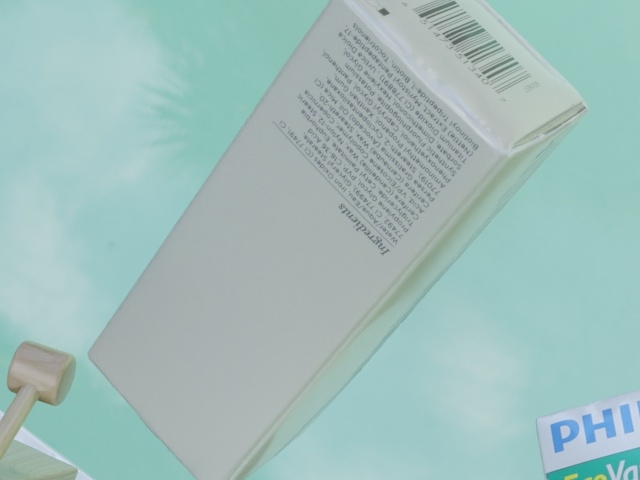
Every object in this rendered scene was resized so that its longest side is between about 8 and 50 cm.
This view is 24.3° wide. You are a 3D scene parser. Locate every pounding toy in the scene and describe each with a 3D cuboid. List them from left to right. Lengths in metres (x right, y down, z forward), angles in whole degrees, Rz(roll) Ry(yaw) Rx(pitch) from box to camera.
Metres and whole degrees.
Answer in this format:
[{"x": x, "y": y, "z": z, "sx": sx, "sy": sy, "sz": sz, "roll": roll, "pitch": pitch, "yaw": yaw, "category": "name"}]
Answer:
[{"x": -0.226, "y": 0.150, "z": 0.913, "sx": 0.094, "sy": 0.181, "sz": 0.206, "roll": 21, "pitch": 90, "yaw": 11, "category": "pounding toy"}]

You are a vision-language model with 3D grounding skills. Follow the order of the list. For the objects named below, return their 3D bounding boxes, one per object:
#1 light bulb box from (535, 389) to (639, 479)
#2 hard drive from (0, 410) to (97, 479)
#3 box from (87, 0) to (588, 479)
[{"x": 0.387, "y": 0.287, "z": 1.147, "sx": 0.357, "sy": 0.225, "sz": 0.361, "roll": -19, "pitch": 50, "yaw": 18, "category": "light bulb box"}, {"x": -0.302, "y": 0.329, "z": 1.284, "sx": 0.210, "sy": 0.040, "sz": 0.319, "roll": 28, "pitch": 78, "yaw": 34, "category": "hard drive"}, {"x": 0.000, "y": 0.000, "z": 0.744, "sx": 0.113, "sy": 0.275, "sz": 0.094, "roll": 47, "pitch": 37, "yaw": 10, "category": "box"}]
